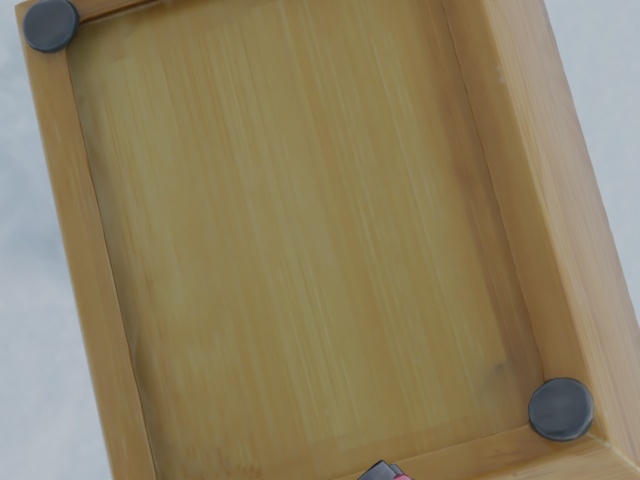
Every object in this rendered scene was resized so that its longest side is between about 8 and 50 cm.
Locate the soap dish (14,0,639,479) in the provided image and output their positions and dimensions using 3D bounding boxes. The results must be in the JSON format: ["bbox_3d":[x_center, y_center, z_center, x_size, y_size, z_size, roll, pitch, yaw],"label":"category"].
[{"bbox_3d":[0.000,0.000,0.752,0.229,0.291,0.118,-16,163,8],"label":"soap dish"}]

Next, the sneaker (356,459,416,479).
[{"bbox_3d":[0.003,0.168,0.462,0.121,0.112,0.299,-38,162,-21],"label":"sneaker"}]
